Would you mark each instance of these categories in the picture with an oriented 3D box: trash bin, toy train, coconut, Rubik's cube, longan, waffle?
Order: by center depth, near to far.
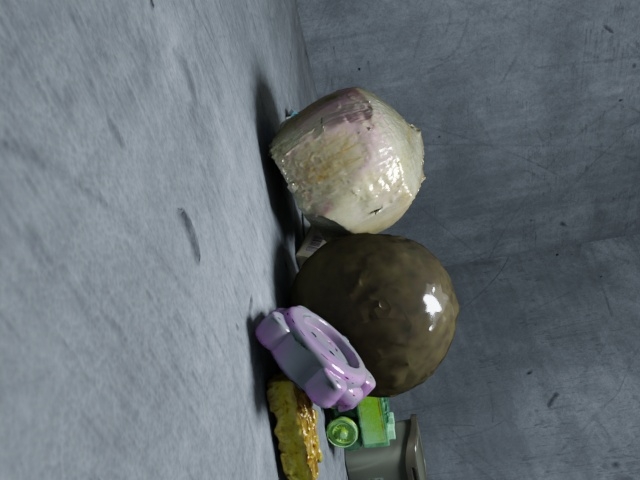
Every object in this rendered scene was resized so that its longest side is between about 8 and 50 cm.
[{"bbox_3d":[-0.040,0.354,1.114,0.219,0.057,0.229,-6,85,-84],"label":"waffle"},{"bbox_3d":[0.117,0.166,1.348,0.391,0.390,0.391,-10,90,-83],"label":"longan"},{"bbox_3d":[0.090,-0.197,1.486,0.404,0.404,0.405,-10,90,-83],"label":"coconut"},{"bbox_3d":[0.101,0.450,1.621,0.159,0.188,0.272,-60,141,-78],"label":"toy train"},{"bbox_3d":[-0.071,-0.389,1.903,0.075,0.073,0.084,-91,171,-56],"label":"Rubik's cube"},{"bbox_3d":[0.216,0.719,1.924,0.219,0.250,0.220,-78,157,-71],"label":"trash bin"}]

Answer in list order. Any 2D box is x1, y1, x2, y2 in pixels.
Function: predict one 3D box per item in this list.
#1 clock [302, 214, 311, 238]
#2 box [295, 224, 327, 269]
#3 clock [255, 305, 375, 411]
[{"bbox_3d":[0.000,0.000,1.915,0.230,0.083,0.231,-9,90,-86],"label":"clock"},{"bbox_3d":[0.026,0.024,1.689,0.212,0.095,0.168,-63,150,-33],"label":"box"},{"bbox_3d":[-0.009,0.213,1.070,0.227,0.090,0.248,44,6,17],"label":"clock"}]
